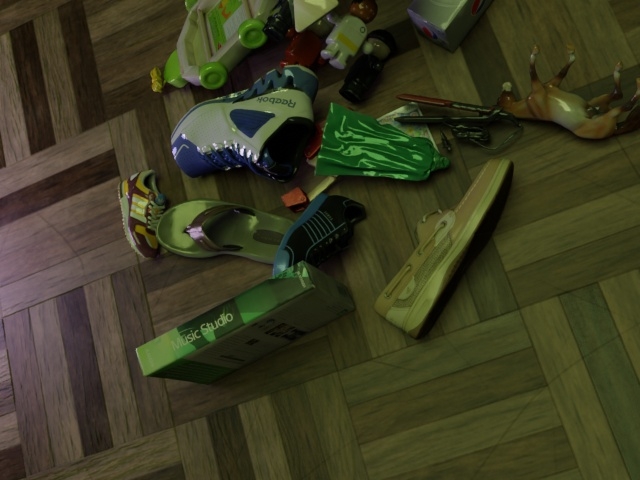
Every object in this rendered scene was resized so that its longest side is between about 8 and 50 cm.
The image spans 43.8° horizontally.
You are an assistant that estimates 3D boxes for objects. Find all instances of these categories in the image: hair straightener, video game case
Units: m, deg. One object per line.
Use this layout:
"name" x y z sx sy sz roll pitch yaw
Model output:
"hair straightener" 0.244 -0.206 1.426 0.231 0.047 0.089 10 104 13
"video game case" 0.160 -0.188 1.468 0.087 0.011 0.122 -25 70 12

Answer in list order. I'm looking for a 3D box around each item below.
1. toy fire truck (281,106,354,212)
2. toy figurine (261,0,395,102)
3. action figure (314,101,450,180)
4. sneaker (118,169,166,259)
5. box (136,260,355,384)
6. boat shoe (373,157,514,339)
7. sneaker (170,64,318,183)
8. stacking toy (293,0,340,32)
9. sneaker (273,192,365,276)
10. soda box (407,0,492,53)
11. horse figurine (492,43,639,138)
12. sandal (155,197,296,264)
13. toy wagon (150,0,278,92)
"toy fire truck" 0.003 -0.150 1.493 0.192 0.047 0.135 -27 70 10
"toy figurine" 0.019 -0.379 1.459 0.213 0.209 0.148 28 81 22
"action figure" 0.117 -0.158 1.426 0.232 0.063 0.137 12 89 7
"sneaker" -0.342 -0.054 1.574 0.084 0.069 0.185 -26 71 17
"box" -0.119 0.149 1.358 0.322 0.232 0.058 -29 69 9
"boat shoe" 0.208 -0.003 1.345 0.110 0.122 0.341 31 89 22
"sneaker" -0.136 -0.180 1.465 0.316 0.127 0.182 -25 53 22
"stacking toy" 0.029 -0.520 1.349 0.309 0.130 0.279 -21 98 15
"sneaker" 0.000 0.000 1.393 0.091 0.081 0.232 12 48 23
"soda box" 0.285 -0.495 1.457 0.091 0.098 0.286 37 91 23
"horse figurine" 0.430 -0.235 1.327 0.263 0.174 0.066 20 53 9
"sandal" -0.177 -0.024 1.500 0.303 0.086 0.120 5 78 20
"toy wagon" -0.212 -0.415 1.584 0.344 0.068 0.267 -40 46 28
